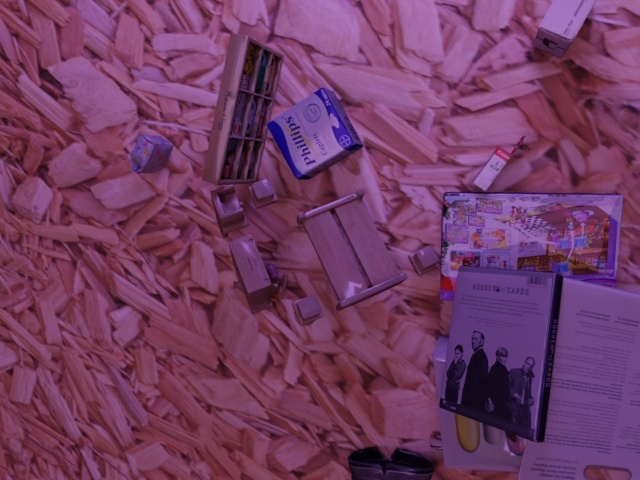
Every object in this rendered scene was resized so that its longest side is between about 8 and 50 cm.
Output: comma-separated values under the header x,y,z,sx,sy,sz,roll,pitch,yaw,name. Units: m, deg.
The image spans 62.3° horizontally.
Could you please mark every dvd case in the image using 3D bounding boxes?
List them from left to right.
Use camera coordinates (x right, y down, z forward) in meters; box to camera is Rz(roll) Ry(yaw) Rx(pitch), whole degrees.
x,y,z,sx,sy,sz,roll,pitch,yaw,name
0.273,0.163,0.818,0.179,0.030,0.238,2,80,55,dvd case

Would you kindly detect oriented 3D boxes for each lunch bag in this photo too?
x,y,z,sx,sy,sz,roll,pitch,yaw,name
-0.370,-0.184,1.145,0.053,0.071,0.083,32,107,13,lunch bag

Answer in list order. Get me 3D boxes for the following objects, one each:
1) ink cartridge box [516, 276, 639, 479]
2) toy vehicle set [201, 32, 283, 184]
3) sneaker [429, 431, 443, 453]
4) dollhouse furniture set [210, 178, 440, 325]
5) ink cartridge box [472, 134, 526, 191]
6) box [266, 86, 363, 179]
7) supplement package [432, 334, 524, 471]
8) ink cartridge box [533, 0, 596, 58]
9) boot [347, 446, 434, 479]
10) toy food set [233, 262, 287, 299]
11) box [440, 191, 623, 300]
x,y,z,sx,sy,sz,roll,pitch,yaw,name
0.458,0.240,0.841,0.324,0.071,0.330,12,92,-15,ink cartridge box
-0.145,-0.240,1.014,0.035,0.166,0.266,18,103,15,toy vehicle set
0.259,0.411,1.057,0.083,0.032,0.036,14,116,20,sneaker
0.000,0.000,1.065,0.356,0.174,0.303,-21,75,-13,dollhouse furniture set
0.314,-0.142,0.936,0.029,0.063,0.115,35,106,8,ink cartridge box
-0.010,-0.203,1.027,0.137,0.072,0.126,-29,88,20,box
0.314,0.284,0.954,0.194,0.149,0.203,-6,95,19,supplement package
0.391,-0.357,0.841,0.056,0.135,0.099,30,105,12,ink cartridge box
0.211,0.545,1.050,0.338,0.118,0.222,4,94,13,boot
-0.126,0.082,1.135,0.122,0.019,0.077,14,102,19,toy food set
0.365,0.015,0.946,0.293,0.057,0.200,3,98,17,box
